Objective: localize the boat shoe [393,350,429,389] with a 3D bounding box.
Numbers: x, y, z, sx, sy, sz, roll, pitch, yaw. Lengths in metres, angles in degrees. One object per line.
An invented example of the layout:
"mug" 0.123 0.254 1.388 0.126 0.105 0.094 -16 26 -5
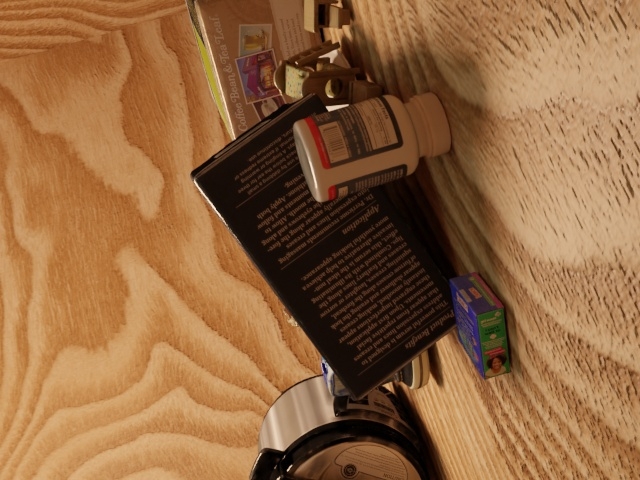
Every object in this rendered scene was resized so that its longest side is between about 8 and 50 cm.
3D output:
"boat shoe" 0.055 0.054 1.693 0.500 0.156 0.187 64 178 -13

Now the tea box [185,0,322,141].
"tea box" -0.131 -0.398 1.908 0.323 0.220 0.328 -115 10 -54

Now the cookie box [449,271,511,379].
"cookie box" 0.207 0.110 1.225 0.092 0.040 0.107 -118 12 -58

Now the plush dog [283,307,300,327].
"plush dog" 0.052 0.046 1.918 0.225 0.211 0.262 -88 13 -67

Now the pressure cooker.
"pressure cooker" 0.056 0.530 2.101 0.420 0.370 0.375 -114 2 -73

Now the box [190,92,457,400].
"box" 0.000 0.000 1.439 0.395 0.212 0.293 55 176 -10

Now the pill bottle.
"pill bottle" 0.065 -0.123 1.188 0.108 0.180 0.107 163 90 -83

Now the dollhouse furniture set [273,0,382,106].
"dollhouse furniture set" 0.009 -0.292 1.478 0.182 0.101 0.160 35 129 57

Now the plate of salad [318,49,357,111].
"plate of salad" 0.044 -0.241 1.631 0.200 0.048 0.199 162 90 -73

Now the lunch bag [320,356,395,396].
"lunch bag" 0.085 0.250 1.982 0.219 0.176 0.090 85 166 -65
